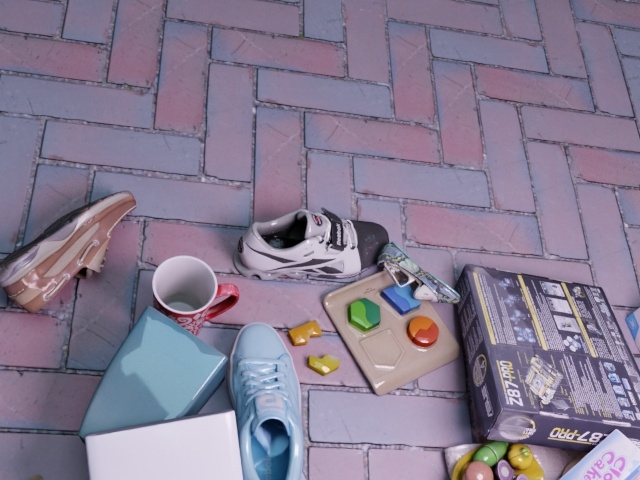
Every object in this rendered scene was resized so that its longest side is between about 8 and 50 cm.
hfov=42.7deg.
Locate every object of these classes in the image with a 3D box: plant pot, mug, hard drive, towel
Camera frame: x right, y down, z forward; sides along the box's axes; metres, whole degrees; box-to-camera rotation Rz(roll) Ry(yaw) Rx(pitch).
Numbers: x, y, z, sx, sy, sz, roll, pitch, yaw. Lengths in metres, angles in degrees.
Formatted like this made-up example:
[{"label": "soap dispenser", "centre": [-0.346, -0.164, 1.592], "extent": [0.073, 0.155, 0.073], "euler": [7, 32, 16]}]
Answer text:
[{"label": "plant pot", "centre": [-0.295, 0.269, 1.395], "extent": [0.165, 0.165, 0.234], "euler": [33, 66, 5]}, {"label": "mug", "centre": [-0.237, 0.124, 1.486], "extent": [0.150, 0.169, 0.113], "euler": [23, 57, -2]}, {"label": "hard drive", "centre": [-0.229, 0.460, 1.279], "extent": [0.232, 0.047, 0.353], "euler": [-6, 88, -18]}, {"label": "towel", "centre": [0.378, 0.470, 1.518], "extent": [0.282, 0.049, 0.187], "euler": [1, 60, -14]}]

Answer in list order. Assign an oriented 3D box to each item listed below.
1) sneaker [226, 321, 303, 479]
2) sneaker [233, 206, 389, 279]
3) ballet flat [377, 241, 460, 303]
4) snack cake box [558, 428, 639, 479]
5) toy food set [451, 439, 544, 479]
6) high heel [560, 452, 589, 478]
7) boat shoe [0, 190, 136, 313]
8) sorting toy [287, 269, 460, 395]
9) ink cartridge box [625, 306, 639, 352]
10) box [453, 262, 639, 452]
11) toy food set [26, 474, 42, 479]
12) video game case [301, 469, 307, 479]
[{"label": "sneaker", "centre": [-0.083, 0.293, 1.411], "extent": [0.135, 0.150, 0.366], "euler": [-1, 60, -17]}, {"label": "sneaker", "centre": [0.000, 0.000, 1.639], "extent": [0.330, 0.146, 0.123], "euler": [-8, 61, -21]}, {"label": "ballet flat", "centre": [0.193, 0.083, 1.657], "extent": [0.188, 0.070, 0.070], "euler": [38, 58, 14]}, {"label": "snack cake box", "centre": [0.469, 0.472, 1.405], "extent": [0.264, 0.089, 0.152], "euler": [-43, 117, 1]}, {"label": "toy food set", "centre": [0.309, 0.427, 1.457], "extent": [0.217, 0.071, 0.128], "euler": [-25, 68, -24]}, {"label": "high heel", "centre": [0.551, 0.474, 1.513], "extent": [0.261, 0.093, 0.186], "euler": [-20, 92, -31]}, {"label": "boat shoe", "centre": [-0.462, 0.018, 1.536], "extent": [0.324, 0.123, 0.116], "euler": [-44, 112, -40]}, {"label": "sorting toy", "centre": [0.105, 0.185, 1.616], "extent": [0.307, 0.041, 0.229], "euler": [-21, 67, -25]}, {"label": "ink cartridge box", "centre": [0.726, 0.168, 1.708], "extent": [0.060, 0.180, 0.104], "euler": [-6, 62, -18]}, {"label": "box", "centre": [0.444, 0.221, 1.577], "extent": [0.318, 0.097, 0.395], "euler": [11, 37, -11]}, {"label": "toy food set", "centre": [-0.454, 0.480, 1.304], "extent": [0.132, 0.039, 0.192], "euler": [-26, 64, -34]}, {"label": "video game case", "centre": [-0.156, 0.444, 1.406], "extent": [0.274, 0.026, 0.196], "euler": [-20, 67, -23]}]
